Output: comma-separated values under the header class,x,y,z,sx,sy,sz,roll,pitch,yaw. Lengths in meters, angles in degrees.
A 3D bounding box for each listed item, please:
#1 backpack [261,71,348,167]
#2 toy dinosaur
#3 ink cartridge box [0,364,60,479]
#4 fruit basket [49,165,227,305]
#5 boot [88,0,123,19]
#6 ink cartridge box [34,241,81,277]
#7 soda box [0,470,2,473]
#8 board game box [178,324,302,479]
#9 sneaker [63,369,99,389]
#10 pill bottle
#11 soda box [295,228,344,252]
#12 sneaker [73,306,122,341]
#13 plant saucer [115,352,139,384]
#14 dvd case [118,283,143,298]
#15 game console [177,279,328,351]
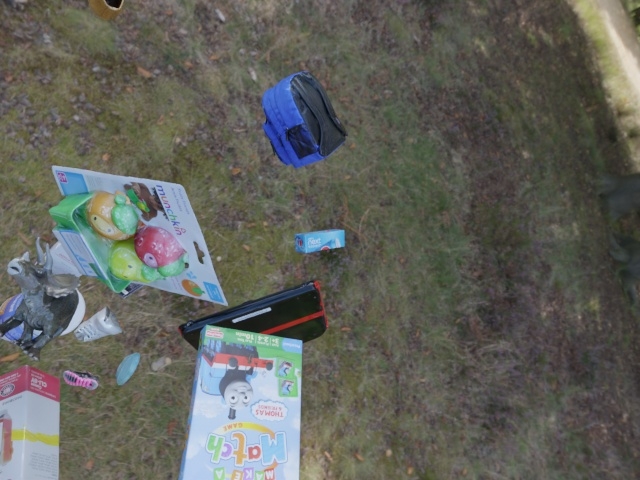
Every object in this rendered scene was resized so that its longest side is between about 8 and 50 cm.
class,x,y,z,sx,sy,sz,roll,pitch,yaw
backpack,-0.035,-0.177,0.632,0.120,0.101,0.098,64,33,-21
toy dinosaur,-0.518,0.137,0.820,0.121,0.313,0.160,35,61,-2
ink cartridge box,-0.963,0.621,1.285,0.160,0.280,0.384,74,-8,-53
fruit basket,-0.392,0.005,0.920,0.165,0.353,0.326,-52,146,-41
boot,-0.464,-0.642,0.932,0.104,0.211,0.294,-7,107,-35
ink cartridge box,-0.733,0.057,1.241,0.104,0.181,0.061,44,28,-30
soda box,-0.916,0.569,1.071,0.069,0.216,0.073,77,29,-43
board game box,-0.107,0.240,0.624,0.160,0.039,0.211,15,55,-22
sneaker,-0.831,0.477,1.492,0.119,0.047,0.057,28,14,-15
pill bottle,-0.819,0.215,1.229,0.152,0.272,0.152,33,49,-48
soda box,0.000,0.000,1.722,0.210,0.067,0.071,-8,100,-39
sneaker,-0.824,0.326,1.578,0.129,0.297,0.110,-32,93,-39
plant saucer,-0.685,0.449,1.511,0.021,0.119,0.119,22,51,6
dvd case,-0.693,0.113,1.613,0.221,0.165,0.018,-39,146,-39
game console,-0.172,0.252,1.249,0.341,0.387,0.060,78,-8,-55
